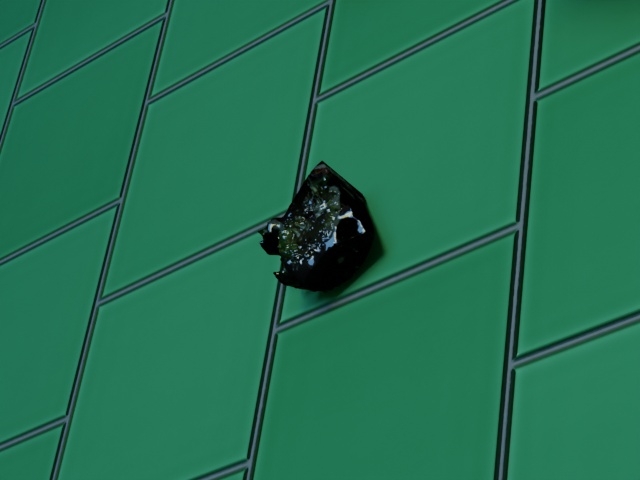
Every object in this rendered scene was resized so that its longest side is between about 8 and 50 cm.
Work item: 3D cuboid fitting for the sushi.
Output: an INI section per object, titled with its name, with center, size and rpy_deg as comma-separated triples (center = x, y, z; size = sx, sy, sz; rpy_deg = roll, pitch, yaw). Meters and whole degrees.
[sushi]
center = 0.000, 0.000, 1.552
size = 0.084, 0.056, 0.083
rpy_deg = -42, 41, 12
